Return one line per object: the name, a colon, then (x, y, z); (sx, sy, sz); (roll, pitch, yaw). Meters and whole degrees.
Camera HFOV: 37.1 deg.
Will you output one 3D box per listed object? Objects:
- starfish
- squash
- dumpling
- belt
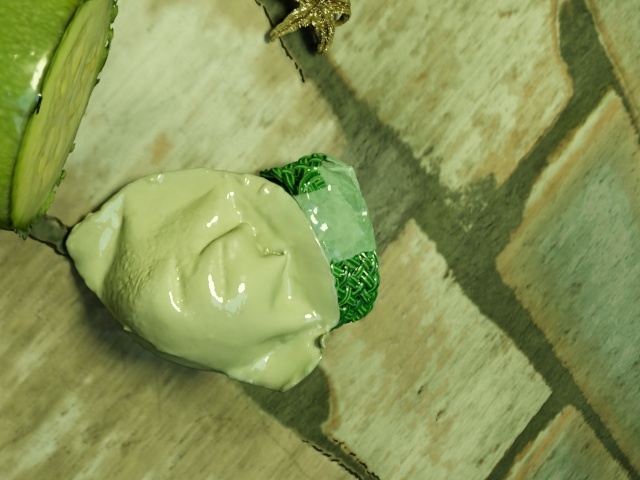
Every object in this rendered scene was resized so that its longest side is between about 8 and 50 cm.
starfish: (-0.011, -0.184, 0.731); (0.091, 0.028, 0.078); (13, 105, -38)
squash: (-0.267, -0.122, 0.552); (0.260, 0.189, 0.189); (18, 100, -7)
dumpling: (-0.078, 0.020, 0.698); (0.181, 0.111, 0.155); (34, 96, -31)
belt: (0.000, 0.000, 0.766); (0.079, 0.121, 0.151); (-22, 123, -29)
